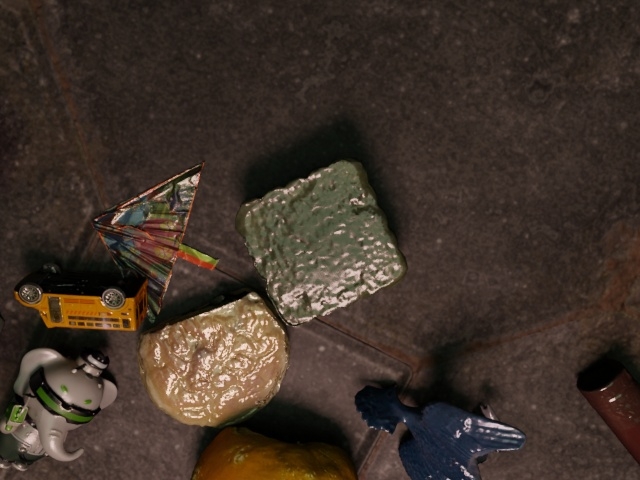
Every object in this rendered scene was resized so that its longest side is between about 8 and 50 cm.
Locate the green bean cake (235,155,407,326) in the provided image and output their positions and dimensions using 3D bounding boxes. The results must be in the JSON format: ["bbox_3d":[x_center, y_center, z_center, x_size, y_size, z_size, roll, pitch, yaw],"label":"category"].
[{"bbox_3d":[0.000,0.000,0.801,0.184,0.094,0.184,-25,97,2],"label":"green bean cake"}]

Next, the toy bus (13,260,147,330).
[{"bbox_3d":[-0.321,0.079,0.813,0.162,0.070,0.074,3,113,0],"label":"toy bus"}]

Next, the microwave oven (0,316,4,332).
[{"bbox_3d":[-0.545,0.150,0.771,0.208,0.162,0.122,-24,122,2],"label":"microwave oven"}]

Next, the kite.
[{"bbox_3d":[-0.227,-0.007,0.837,0.183,0.014,0.241,23,94,-4],"label":"kite"}]

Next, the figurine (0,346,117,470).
[{"bbox_3d":[-0.359,0.225,0.811,0.192,0.126,0.147,-51,130,-2],"label":"figurine"}]

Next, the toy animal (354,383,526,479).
[{"bbox_3d":[0.168,0.288,0.814,0.176,0.255,0.239,-16,138,-23],"label":"toy animal"}]

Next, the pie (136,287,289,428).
[{"bbox_3d":[-0.145,0.174,0.839,0.218,0.052,0.185,-20,95,-1],"label":"pie"}]

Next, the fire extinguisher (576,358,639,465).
[{"bbox_3d":[0.480,0.284,0.859,0.268,0.072,0.089,50,57,-5],"label":"fire extinguisher"}]

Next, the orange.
[{"bbox_3d":[-0.060,0.352,0.805,0.237,0.158,0.179,19,101,-4],"label":"orange"}]
